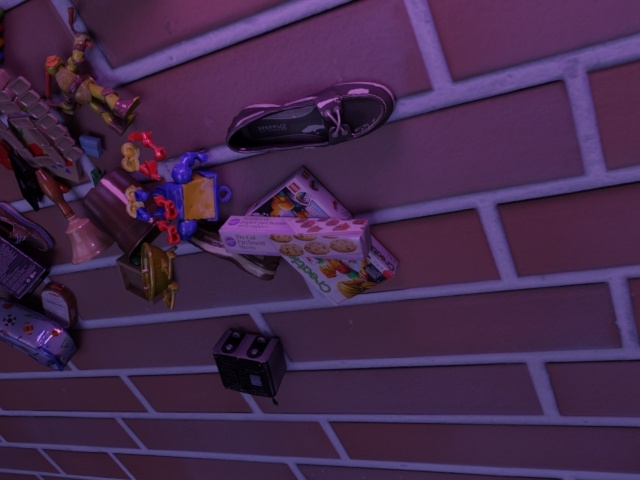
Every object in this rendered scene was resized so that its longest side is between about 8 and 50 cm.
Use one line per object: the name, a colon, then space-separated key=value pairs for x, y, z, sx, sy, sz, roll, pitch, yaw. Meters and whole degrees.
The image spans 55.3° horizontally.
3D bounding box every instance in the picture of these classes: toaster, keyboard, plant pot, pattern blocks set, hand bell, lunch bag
toaster: x=-0.189 y=0.343 z=1.681 sx=0.168 sy=0.110 sz=0.186 roll=7 pitch=130 yaw=20
keyboard: x=-0.729 y=-0.142 z=1.542 sx=0.100 sy=0.038 sz=0.192 roll=46 pitch=151 yaw=12
plant pot: x=-0.449 y=-0.069 z=1.422 sx=0.165 sy=0.167 sz=0.167 roll=42 pitch=132 yaw=-4
pattern blocks set: x=-0.661 y=-0.223 z=1.463 sx=0.324 sy=0.026 sz=0.285 roll=25 pitch=139 yaw=1
hand bell: x=-0.632 y=-0.073 z=1.530 sx=0.126 sy=0.126 sz=0.242 roll=-12 pitch=116 yaw=31
lunch bag: x=-0.922 y=0.306 z=1.949 sx=0.303 sy=0.115 sz=0.243 roll=31 pitch=152 yaw=-1

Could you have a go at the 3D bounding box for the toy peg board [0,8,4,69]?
toy peg board: x=-0.739 y=-0.448 z=1.293 sx=0.161 sy=0.079 sz=0.161 roll=28 pitch=149 yaw=0

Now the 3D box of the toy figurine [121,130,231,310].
toy figurine: x=-0.271 y=-0.056 z=1.304 sx=0.191 sy=0.217 sz=0.363 roll=17 pitch=114 yaw=46

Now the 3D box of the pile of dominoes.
pile of dominoes: x=-0.653 y=-0.271 z=1.379 sx=0.195 sy=0.040 sz=0.251 roll=0 pitch=141 yaw=24

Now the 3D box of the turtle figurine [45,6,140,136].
turtle figurine: x=-0.484 y=-0.324 z=1.263 sx=0.217 sy=0.087 sz=0.269 roll=35 pitch=133 yaw=-7

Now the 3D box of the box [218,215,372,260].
box: x=-0.054 y=-0.007 z=1.282 sx=0.323 sy=0.063 sz=0.067 roll=3 pitch=128 yaw=22

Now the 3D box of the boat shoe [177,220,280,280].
boat shoe: x=-0.206 y=-0.004 z=1.427 sx=0.257 sy=0.095 sz=0.095 roll=26 pitch=100 yaw=5

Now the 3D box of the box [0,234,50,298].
box: x=-0.884 y=0.063 z=1.713 sx=0.207 sy=0.108 sz=0.153 roll=40 pitch=163 yaw=-12

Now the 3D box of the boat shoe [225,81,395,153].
boat shoe: x=-0.027 y=-0.214 z=1.147 sx=0.335 sy=0.095 sz=0.112 roll=-4 pitch=126 yaw=26

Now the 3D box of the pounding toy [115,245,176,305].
pounding toy: x=-0.445 y=0.076 z=1.592 sx=0.130 sy=0.100 sz=0.141 roll=21 pitch=133 yaw=26

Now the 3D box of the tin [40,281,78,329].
tin: x=-0.808 y=0.205 z=1.891 sx=0.106 sy=0.040 sz=0.190 roll=18 pitch=133 yaw=3

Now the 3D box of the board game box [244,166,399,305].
board game box: x=0.000 y=0.000 z=1.346 sx=0.305 sy=0.053 sz=0.193 roll=44 pitch=132 yaw=-15

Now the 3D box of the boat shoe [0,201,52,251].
boat shoe: x=-0.829 y=-0.023 z=1.684 sx=0.183 sy=0.066 sz=0.066 roll=38 pitch=133 yaw=-10
